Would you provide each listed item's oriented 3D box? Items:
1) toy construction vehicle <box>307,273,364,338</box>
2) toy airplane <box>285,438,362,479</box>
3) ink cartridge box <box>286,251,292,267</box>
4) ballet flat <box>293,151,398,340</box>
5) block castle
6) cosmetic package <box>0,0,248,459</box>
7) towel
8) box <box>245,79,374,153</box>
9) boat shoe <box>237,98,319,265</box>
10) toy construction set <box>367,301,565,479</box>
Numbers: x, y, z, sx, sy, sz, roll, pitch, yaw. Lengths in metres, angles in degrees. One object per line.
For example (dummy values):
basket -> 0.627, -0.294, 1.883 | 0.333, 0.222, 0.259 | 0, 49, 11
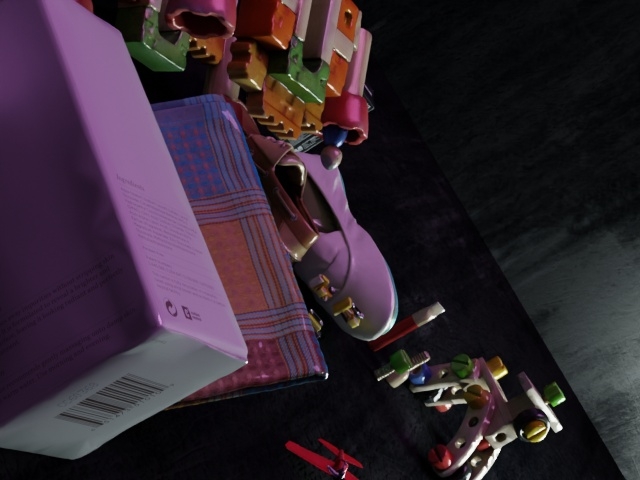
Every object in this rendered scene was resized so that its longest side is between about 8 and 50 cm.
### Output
toy construction vehicle -> 0.003, 0.103, 2.006 | 0.098, 0.085, 0.035 | 52, 23, -24
toy airplane -> 0.025, 0.289, 1.756 | 0.151, 0.028, 0.151 | 32, 0, 0
ink cartridge box -> -0.142, 0.007, 1.789 | 0.332, 0.065, 0.165 | 42, 23, -42
ballet flat -> 0.000, 0.000, 2.157 | 0.139, 0.139, 0.400 | 44, 17, -42
block castle -> -0.139, -0.246, 1.820 | 0.453, 0.303, 0.213 | 32, 63, -58
cosmetic package -> -0.245, -0.020, 1.260 | 0.156, 0.217, 0.385 | 30, 34, -58
towel -> -0.169, 0.005, 1.443 | 0.040, 0.271, 0.370 | 112, -38, -52
box -> -0.018, -0.258, 2.432 | 0.147, 0.180, 0.077 | 50, 19, -24
boat shoe -> -0.075, -0.090, 2.062 | 0.122, 0.120, 0.324 | 39, 25, -50
toy construction set -> 0.255, 0.235, 2.239 | 0.309, 0.237, 0.257 | 55, 16, -11
